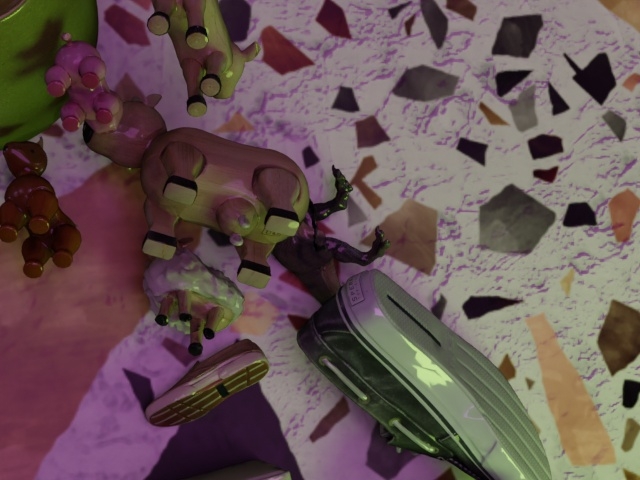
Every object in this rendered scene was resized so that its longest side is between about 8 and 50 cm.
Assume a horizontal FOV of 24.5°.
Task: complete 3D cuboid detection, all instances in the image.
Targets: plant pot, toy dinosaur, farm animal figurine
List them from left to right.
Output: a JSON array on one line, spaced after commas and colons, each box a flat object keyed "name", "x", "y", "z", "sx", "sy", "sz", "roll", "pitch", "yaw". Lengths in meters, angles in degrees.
[{"name": "plant pot", "x": -0.325, "y": -0.232, "z": 1.338, "sx": 0.275, "sy": 0.293, "sz": 0.274, "roll": 1, "pitch": 86, "yaw": -14}, {"name": "farm animal figurine", "x": -0.135, "y": -0.090, "z": 1.395, "sx": 0.327, "sy": 0.172, "sz": 0.330, "roll": 33, "pitch": 120, "yaw": -23}, {"name": "toy dinosaur", "x": 0.000, "y": 0.000, "z": 1.525, "sx": 0.118, "sy": 0.064, "sz": 0.268, "roll": -36, "pitch": 97, "yaw": 3}]

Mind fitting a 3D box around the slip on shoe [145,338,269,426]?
[{"name": "slip on shoe", "x": -0.119, "y": 0.143, "z": 1.497, "sx": 0.135, "sy": 0.051, "sz": 0.041, "roll": -29, "pitch": 54, "yaw": -6}]

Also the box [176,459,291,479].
[{"name": "box", "x": -0.079, "y": 0.344, "z": 1.436, "sx": 0.127, "sy": 0.148, "sz": 0.232, "roll": -13, "pitch": 89, "yaw": -14}]

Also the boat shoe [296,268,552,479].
[{"name": "boat shoe", "x": 0.108, "y": 0.163, "z": 1.517, "sx": 0.119, "sy": 0.121, "sz": 0.335, "roll": -33, "pitch": 114, "yaw": 25}]
